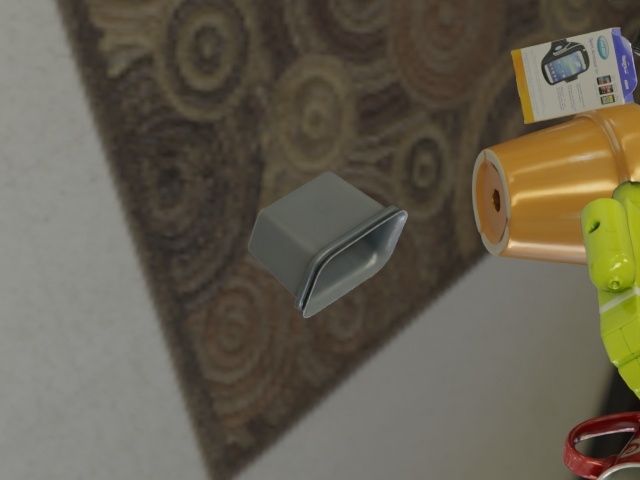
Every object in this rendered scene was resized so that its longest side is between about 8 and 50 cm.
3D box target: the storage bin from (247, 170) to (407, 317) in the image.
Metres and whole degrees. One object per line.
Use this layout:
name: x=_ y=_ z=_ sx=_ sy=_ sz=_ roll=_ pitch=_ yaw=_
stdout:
storage bin: x=0.000 y=0.000 z=1.683 sx=0.135 sy=0.091 sz=0.098 roll=-31 pitch=153 yaw=-41

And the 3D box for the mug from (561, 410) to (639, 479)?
mug: x=0.326 y=0.206 z=1.707 sx=0.150 sy=0.113 sz=0.169 roll=48 pitch=38 yaw=0

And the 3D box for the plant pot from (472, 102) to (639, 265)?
plant pot: x=0.288 y=-0.055 z=2.110 sx=0.188 sy=0.205 sz=0.205 roll=-6 pitch=104 yaw=-15

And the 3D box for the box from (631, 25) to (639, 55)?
box: x=0.566 y=-0.338 z=2.414 sx=0.293 sy=0.073 sz=0.295 roll=20 pitch=95 yaw=-54

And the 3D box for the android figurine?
android figurine: x=0.319 y=0.070 z=1.607 sx=0.248 sy=0.056 sz=0.273 roll=40 pitch=32 yaw=-26

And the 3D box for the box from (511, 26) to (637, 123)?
box: x=0.272 y=-0.175 z=1.883 sx=0.028 sy=0.136 sz=0.081 roll=-14 pitch=94 yaw=-57
